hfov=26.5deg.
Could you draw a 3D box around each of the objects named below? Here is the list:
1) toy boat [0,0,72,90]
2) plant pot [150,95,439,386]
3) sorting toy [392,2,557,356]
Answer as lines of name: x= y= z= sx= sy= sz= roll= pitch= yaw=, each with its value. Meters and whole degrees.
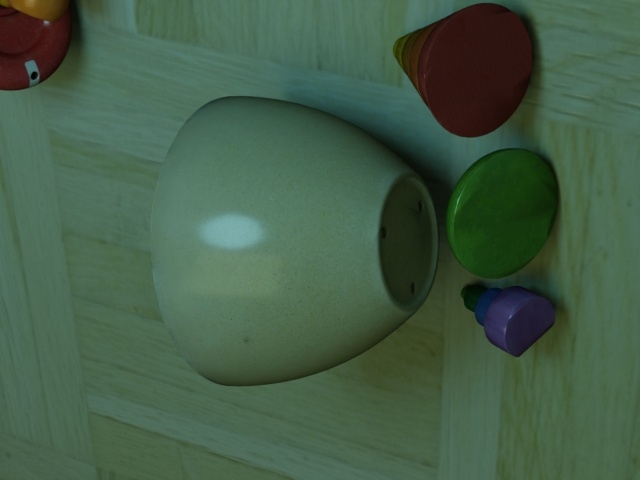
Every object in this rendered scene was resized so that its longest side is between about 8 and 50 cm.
toy boat: x=-0.309 y=-0.257 z=1.372 sx=0.151 sy=0.151 sz=0.231 roll=33 pitch=136 yaw=39
plant pot: x=0.000 y=0.000 z=1.282 sx=0.191 sy=0.284 sz=0.284 roll=0 pitch=119 yaw=31
sorting toy: x=0.138 y=-0.061 z=1.304 sx=0.126 sy=0.127 sz=0.366 roll=29 pitch=141 yaw=52
